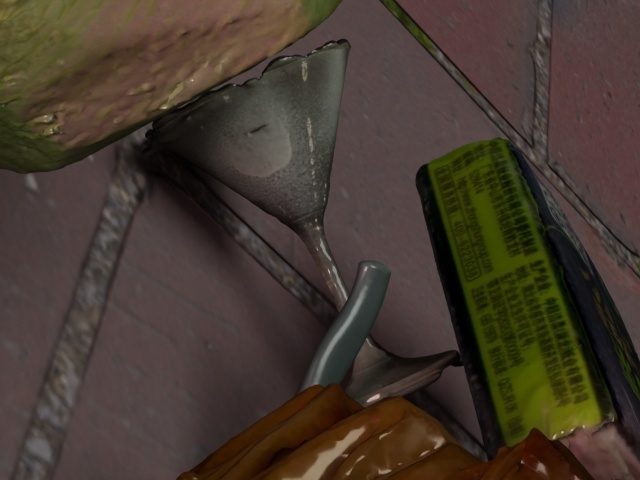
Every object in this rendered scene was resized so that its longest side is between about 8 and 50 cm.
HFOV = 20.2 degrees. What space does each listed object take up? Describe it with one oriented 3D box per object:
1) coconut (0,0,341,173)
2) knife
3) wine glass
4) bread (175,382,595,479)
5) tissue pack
[{"bbox_3d":[-0.121,-0.185,0.692,0.328,0.328,0.281,47,33,-20],"label":"coconut"},{"bbox_3d":[-0.017,0.094,0.828,0.210,0.015,0.028,-61,151,-26],"label":"knife"},{"bbox_3d":[0.000,0.000,0.930,0.122,0.122,0.183,-25,89,-60],"label":"wine glass"},{"bbox_3d":[0.038,0.221,0.634,0.277,0.167,0.324,-37,88,-31],"label":"bread"},{"bbox_3d":[0.126,0.075,0.912,0.173,0.073,0.235,54,15,-35],"label":"tissue pack"}]
